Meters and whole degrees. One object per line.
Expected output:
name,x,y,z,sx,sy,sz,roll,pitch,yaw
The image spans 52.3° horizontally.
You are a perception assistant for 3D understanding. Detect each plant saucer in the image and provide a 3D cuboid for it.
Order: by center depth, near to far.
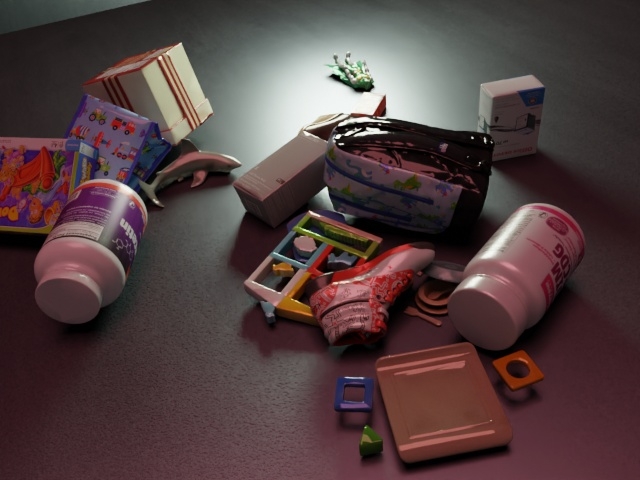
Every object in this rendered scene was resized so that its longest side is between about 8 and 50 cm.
plant saucer,0.259,0.061,1.299,0.119,0.021,0.119,9,10,-2

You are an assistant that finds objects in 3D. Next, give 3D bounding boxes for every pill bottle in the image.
pill bottle,0.363,0.065,1.209,0.160,0.160,0.283,22,46,33
pill bottle,-0.490,0.021,1.393,0.181,0.181,0.323,-4,38,4

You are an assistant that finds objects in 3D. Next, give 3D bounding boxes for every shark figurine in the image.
shark figurine,-0.371,-0.205,1.728,0.278,0.116,0.166,-26,40,-25

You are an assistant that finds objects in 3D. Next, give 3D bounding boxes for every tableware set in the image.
tableware set,0.188,0.088,1.309,0.194,0.039,0.128,22,46,32

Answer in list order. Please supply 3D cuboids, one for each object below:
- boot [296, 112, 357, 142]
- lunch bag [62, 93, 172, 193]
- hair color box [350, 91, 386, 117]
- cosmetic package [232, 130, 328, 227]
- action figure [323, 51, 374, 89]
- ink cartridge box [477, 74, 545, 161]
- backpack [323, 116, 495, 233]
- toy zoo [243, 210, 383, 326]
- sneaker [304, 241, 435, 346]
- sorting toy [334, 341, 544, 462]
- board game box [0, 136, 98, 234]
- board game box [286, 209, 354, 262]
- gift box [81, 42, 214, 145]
boot,0.056,-0.268,1.754,0.206,0.090,0.248,11,43,20
lunch bag,-0.560,-0.191,1.663,0.221,0.138,0.293,23,74,14
hair color box,0.144,-0.390,1.937,0.072,0.043,0.141,8,41,18
cosmetic package,-0.076,-0.152,1.588,0.238,0.107,0.127,-43,47,-20
action figure,0.113,-0.554,2.147,0.137,0.063,0.232,-15,41,-16
ink cartridge box,0.478,-0.307,1.651,0.139,0.191,0.082,-12,39,-5
backpack,0.181,-0.158,1.482,0.355,0.273,0.290,22,41,-2
toy zoo,-0.023,0.066,1.353,0.192,0.030,0.293,21,51,24
sneaker,0.117,0.108,1.231,0.270,0.090,0.145,-19,61,-10
sorting toy,0.197,0.267,1.072,0.347,0.047,0.196,-10,41,-3
board game box,-0.734,-0.131,1.605,0.347,0.078,0.233,3,82,14
board game box,0.000,0.000,1.462,0.133,0.033,0.169,-12,46,-6
gift box,-0.467,-0.381,1.845,0.276,0.258,0.255,-2,34,30
